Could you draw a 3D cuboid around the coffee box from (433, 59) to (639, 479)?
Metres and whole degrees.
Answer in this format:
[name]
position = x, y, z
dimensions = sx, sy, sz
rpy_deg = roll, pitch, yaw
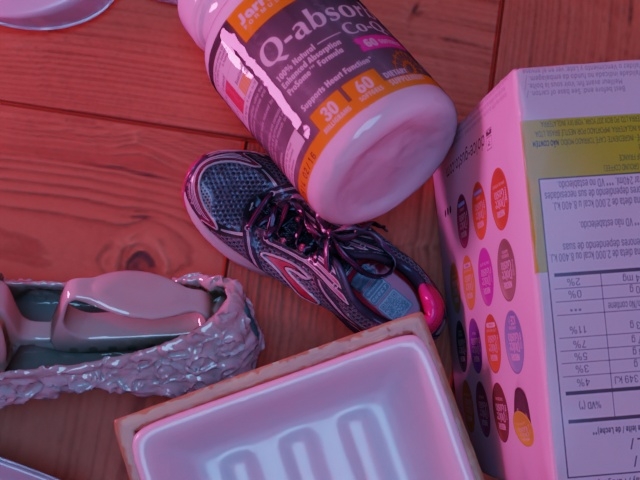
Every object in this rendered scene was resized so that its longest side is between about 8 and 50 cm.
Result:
[coffee box]
position = 0.307, 0.039, 0.943
dimensions = 0.338, 0.337, 0.334
rpy_deg = -4, 84, -5

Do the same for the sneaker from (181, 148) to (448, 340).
[sneaker]
position = 0.000, 0.000, 1.046
dimensions = 0.299, 0.112, 0.120
rpy_deg = 31, 83, 2

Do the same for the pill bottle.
[pill bottle]
position = -0.011, -0.161, 1.005
dimensions = 0.162, 0.162, 0.278
rpy_deg = -36, 64, -6

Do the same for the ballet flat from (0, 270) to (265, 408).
[ballet flat]
position = -0.257, 0.077, 1.010
dimensions = 0.409, 0.147, 0.146
rpy_deg = -3, 84, -6

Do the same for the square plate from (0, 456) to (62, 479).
[square plate]
position = -0.447, 0.337, 1.010
dimensions = 0.344, 0.049, 0.347
rpy_deg = 21, 82, 3

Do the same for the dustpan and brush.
[dustpan and brush]
position = -0.237, -0.278, 1.100
dimensions = 0.211, 0.060, 0.147
rpy_deg = 11, 84, 5

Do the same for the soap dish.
[soap dish]
position = -0.009, 0.219, 0.938
dimensions = 0.291, 0.118, 0.228
rpy_deg = -19, 84, -4
